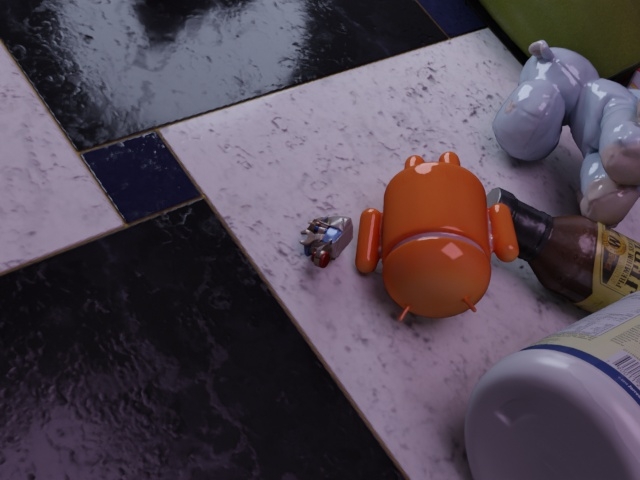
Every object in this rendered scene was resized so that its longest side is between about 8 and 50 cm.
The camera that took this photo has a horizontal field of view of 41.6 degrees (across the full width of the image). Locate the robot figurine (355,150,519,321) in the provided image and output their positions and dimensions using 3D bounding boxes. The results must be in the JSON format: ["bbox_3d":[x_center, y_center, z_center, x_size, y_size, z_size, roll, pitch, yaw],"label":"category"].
[{"bbox_3d":[0.132,-0.002,0.985,0.158,0.128,0.219,19,50,-18],"label":"robot figurine"}]

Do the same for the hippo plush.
[{"bbox_3d":[0.375,-0.186,1.157,0.236,0.234,0.294,34,81,15],"label":"hippo plush"}]

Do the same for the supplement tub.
[{"bbox_3d":[0.338,0.183,0.882,0.325,0.235,0.235,-17,66,-35],"label":"supplement tub"}]

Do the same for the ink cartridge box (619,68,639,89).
[{"bbox_3d":[0.524,-0.191,1.354,0.127,0.072,0.175,38,49,2],"label":"ink cartridge box"}]

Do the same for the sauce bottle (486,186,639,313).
[{"bbox_3d":[0.357,0.039,1.080,0.344,0.111,0.111,25,50,-9],"label":"sauce bottle"}]

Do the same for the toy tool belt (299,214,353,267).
[{"bbox_3d":[0.000,0.000,0.973,0.051,0.052,0.083,15,40,25],"label":"toy tool belt"}]

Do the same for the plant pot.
[{"bbox_3d":[0.398,-0.385,1.329,0.275,0.275,0.293,-24,85,-37],"label":"plant pot"}]
